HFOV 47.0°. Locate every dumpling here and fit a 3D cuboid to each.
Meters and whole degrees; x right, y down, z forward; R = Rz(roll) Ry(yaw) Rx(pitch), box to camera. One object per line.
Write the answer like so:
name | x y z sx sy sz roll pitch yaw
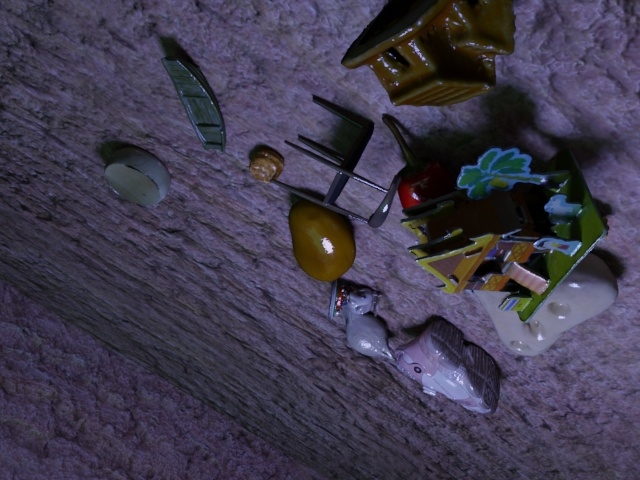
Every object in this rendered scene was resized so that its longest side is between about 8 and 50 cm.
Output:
dumpling | 0.144 0.302 2.329 0.216 0.126 0.166 22 164 -2

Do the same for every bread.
bread | -0.138 -0.188 1.864 0.083 0.044 0.110 30 150 -6

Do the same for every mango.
mango | 0.007 0.003 1.960 0.176 0.139 0.254 5 137 17

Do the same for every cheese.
cheese | 0.570 0.158 1.808 0.328 0.129 0.351 -9 135 30

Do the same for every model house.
model house | 0.339 -0.018 1.480 0.313 0.242 0.357 3 143 -19
model house | 0.221 -0.334 1.291 0.239 0.173 0.268 43 146 -25

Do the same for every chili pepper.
chili pepper | 0.235 -0.116 1.637 0.134 0.131 0.338 2 142 38

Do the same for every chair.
chair | 0.054 -0.164 1.656 0.272 0.166 0.188 30 148 0

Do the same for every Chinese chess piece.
Chinese chess piece | -0.519 -0.182 2.094 0.188 0.083 0.188 14 145 11

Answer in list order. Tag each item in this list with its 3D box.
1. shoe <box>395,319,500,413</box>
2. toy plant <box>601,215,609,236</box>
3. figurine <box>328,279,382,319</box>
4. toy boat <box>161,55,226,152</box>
shoe | 0.392 0.397 2.244 0.198 0.172 0.351 -29 109 41
toy plant | 0.542 -0.028 1.605 0.162 0.093 0.093 0 141 34
figurine | 0.105 0.185 2.200 0.154 0.132 0.132 7 147 0
toy boat | -0.289 -0.330 1.745 0.093 0.055 0.293 9 146 24
